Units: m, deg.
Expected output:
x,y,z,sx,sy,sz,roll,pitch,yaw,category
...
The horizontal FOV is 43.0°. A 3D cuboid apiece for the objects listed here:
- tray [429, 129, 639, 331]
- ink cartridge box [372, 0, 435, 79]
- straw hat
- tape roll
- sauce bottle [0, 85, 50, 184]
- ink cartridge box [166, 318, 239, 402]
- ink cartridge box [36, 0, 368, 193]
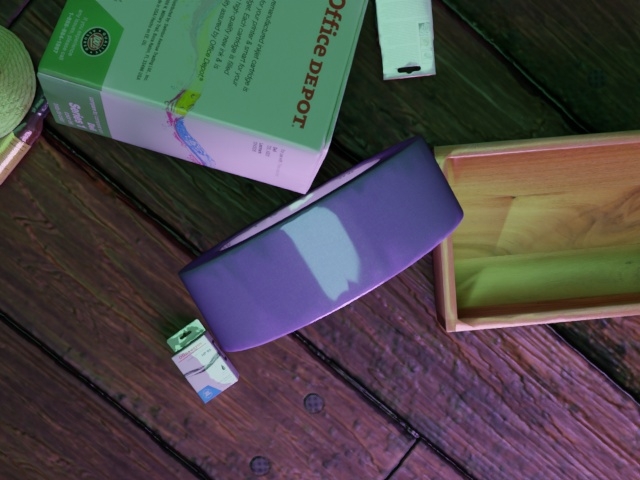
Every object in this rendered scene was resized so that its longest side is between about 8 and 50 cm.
x,y,z,sx,sy,sz,roll,pitch,yaw,category
0.332,-0.021,0.915,0.410,0.076,0.203,-5,96,-2,tray
0.093,-0.239,0.906,0.062,0.029,0.115,-6,97,-1,ink cartridge box
-0.380,-0.178,0.862,0.144,0.061,0.145,0,78,2,straw hat
0.000,0.000,0.805,0.274,0.275,0.090,-30,95,2,tape roll
-0.339,-0.116,0.901,0.042,0.042,0.128,38,89,-5,sauce bottle
-0.138,0.139,0.939,0.048,0.028,0.083,-36,95,2,ink cartridge box
-0.111,-0.188,0.829,0.278,0.117,0.202,16,70,-3,ink cartridge box
